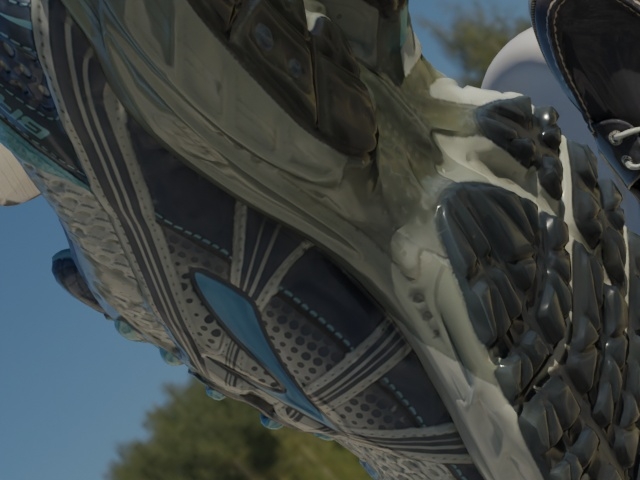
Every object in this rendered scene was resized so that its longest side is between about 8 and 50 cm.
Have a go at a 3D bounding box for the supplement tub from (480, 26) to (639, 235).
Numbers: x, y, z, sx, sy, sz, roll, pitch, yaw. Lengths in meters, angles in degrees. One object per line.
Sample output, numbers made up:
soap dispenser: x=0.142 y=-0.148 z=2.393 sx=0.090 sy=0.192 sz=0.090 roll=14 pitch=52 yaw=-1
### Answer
supplement tub: x=0.292 y=-0.074 z=1.175 sx=0.316 sy=0.228 sz=0.228 roll=-19 pitch=-18 yaw=-25

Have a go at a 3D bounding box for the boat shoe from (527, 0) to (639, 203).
boat shoe: x=0.173 y=-0.054 z=0.831 sx=0.075 sy=0.206 sz=0.065 roll=-31 pitch=29 yaw=19

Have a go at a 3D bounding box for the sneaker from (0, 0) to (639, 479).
sneaker: x=0.000 y=0.000 z=0.472 sx=0.122 sy=0.283 sz=0.110 roll=-18 pitch=32 yaw=36

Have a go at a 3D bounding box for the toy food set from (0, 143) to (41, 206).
toy food set: x=-0.149 y=-0.100 z=0.874 sx=0.219 sy=0.092 sz=0.306 roll=-33 pitch=27 yaw=-28
